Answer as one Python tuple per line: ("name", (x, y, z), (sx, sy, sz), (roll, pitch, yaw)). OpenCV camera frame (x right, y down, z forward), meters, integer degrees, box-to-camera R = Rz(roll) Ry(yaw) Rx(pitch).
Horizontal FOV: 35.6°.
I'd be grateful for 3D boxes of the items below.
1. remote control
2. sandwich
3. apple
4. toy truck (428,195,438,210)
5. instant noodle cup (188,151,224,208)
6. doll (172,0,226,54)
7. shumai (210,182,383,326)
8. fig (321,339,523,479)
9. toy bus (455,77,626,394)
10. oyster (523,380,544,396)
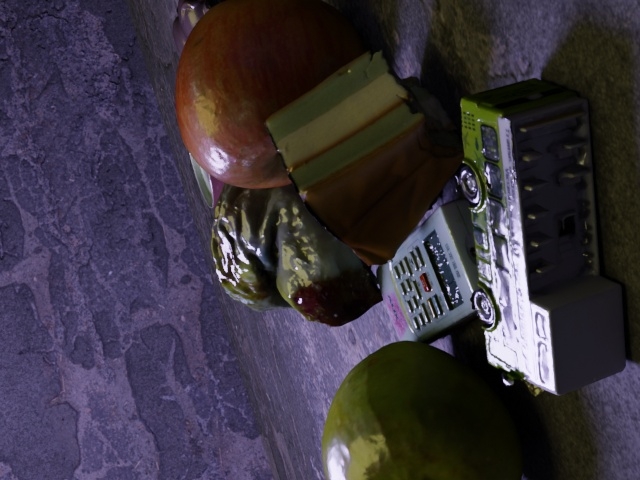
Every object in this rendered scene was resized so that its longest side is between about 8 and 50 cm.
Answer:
("remote control", (0.156, 0.059, 1.381), (0.344, 0.050, 0.145), (124, 127, -70))
("sandwich", (0.080, -0.102, 1.262), (0.227, 0.198, 0.155), (43, -163, -55))
("apple", (-0.075, -0.227, 1.431), (0.301, 0.301, 0.301), (163, 90, -74))
("toy truck", (0.113, -0.083, 1.370), (0.123, 0.052, 0.063), (43, 153, 58))
("instant noodle cup", (-0.154, -0.171, 1.953), (0.235, 0.178, 0.234), (163, 90, -76))
("doll", (-0.240, -0.451, 2.063), (0.257, 0.117, 0.182), (120, 133, -68))
("shumai", (0.000, 0.000, 1.599), (0.263, 0.304, 0.309), (28, 168, 35))
("fig", (0.126, 0.262, 1.344), (0.326, 0.258, 0.258), (-102, 2, -67))
("toy bus", (0.219, -0.001, 1.002), (0.139, 0.113, 0.301), (31, 135, 62))
("oyster", (0.222, 0.085, 1.162), (0.106, 0.061, 0.200), (152, 101, -75))
